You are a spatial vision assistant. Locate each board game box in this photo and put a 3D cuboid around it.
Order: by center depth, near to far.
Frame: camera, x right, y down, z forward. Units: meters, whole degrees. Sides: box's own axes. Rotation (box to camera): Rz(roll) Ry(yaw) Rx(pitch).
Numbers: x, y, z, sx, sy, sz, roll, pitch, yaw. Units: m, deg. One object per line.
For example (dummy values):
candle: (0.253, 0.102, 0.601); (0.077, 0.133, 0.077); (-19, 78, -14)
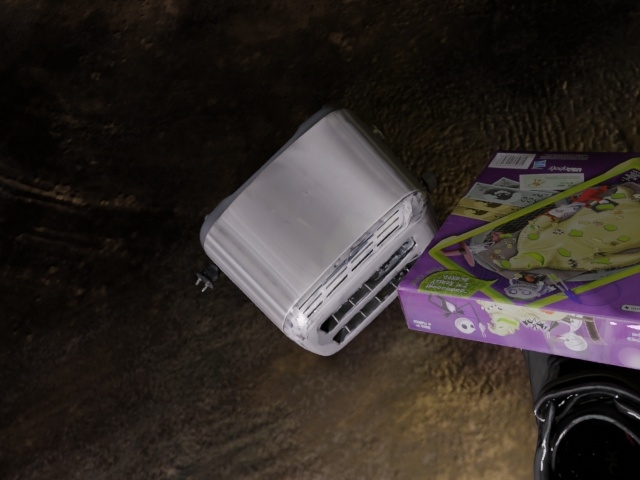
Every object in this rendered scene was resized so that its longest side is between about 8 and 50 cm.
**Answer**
board game box: (0.252, 0.007, 0.496); (0.347, 0.056, 0.208); (7, 35, 36)

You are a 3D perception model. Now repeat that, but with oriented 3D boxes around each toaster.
toaster: (0.000, 0.000, 0.645); (0.227, 0.129, 0.146); (-43, 62, -3)

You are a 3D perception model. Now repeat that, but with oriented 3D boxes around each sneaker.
sneaker: (0.197, 0.092, 0.519); (0.105, 0.147, 0.295); (-13, 62, 17)
